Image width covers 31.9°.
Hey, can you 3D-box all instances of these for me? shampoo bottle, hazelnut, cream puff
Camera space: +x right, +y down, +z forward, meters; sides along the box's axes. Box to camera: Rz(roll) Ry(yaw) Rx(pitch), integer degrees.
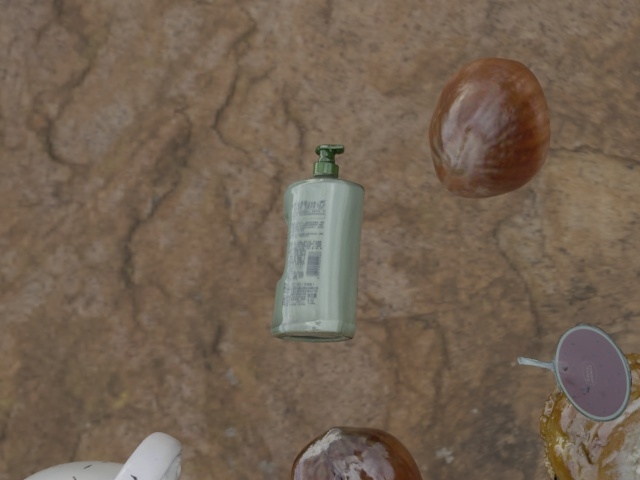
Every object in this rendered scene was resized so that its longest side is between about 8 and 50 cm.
[{"bbox_3d":[0.000,0.000,1.328,0.118,0.087,0.234,-13,69,55],"label":"shampoo bottle"},{"bbox_3d":[0.057,0.397,1.773,0.212,0.181,0.181,-15,53,12],"label":"hazelnut"},{"bbox_3d":[0.242,-0.160,1.642,0.176,0.214,0.214,12,95,34],"label":"hazelnut"},{"bbox_3d":[0.286,0.186,1.110,0.165,0.150,0.115,-55,30,7],"label":"cream puff"}]

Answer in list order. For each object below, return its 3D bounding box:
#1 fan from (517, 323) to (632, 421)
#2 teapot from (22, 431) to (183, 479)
[{"bbox_3d":[0.215,0.111,0.961,0.133,0.005,0.085,5,105,56],"label":"fan"},{"bbox_3d":[-0.162,0.253,0.818,0.208,0.166,0.299,31,125,17],"label":"teapot"}]
